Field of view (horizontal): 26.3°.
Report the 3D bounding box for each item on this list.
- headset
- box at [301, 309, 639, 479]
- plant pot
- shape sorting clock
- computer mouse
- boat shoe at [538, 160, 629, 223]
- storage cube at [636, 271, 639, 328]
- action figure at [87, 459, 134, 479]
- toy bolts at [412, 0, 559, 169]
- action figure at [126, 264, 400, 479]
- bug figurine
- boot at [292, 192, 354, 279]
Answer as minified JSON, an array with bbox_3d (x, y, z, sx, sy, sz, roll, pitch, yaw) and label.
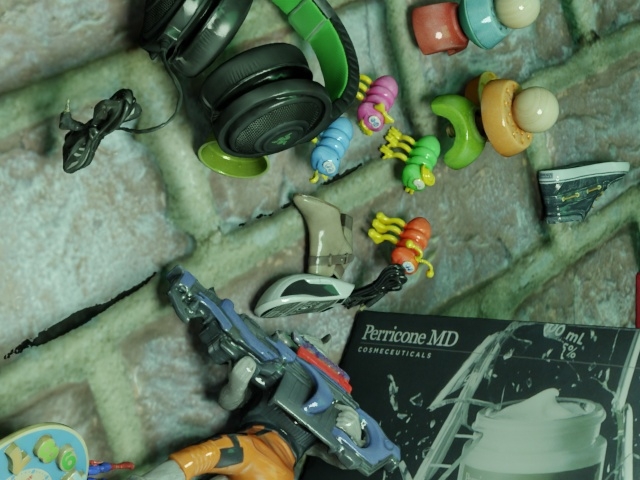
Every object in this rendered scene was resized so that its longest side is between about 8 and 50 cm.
[{"bbox_3d":[-0.117,-0.183,1.481,0.243,0.185,0.394,51,37,1],"label":"headset"},{"bbox_3d":[0.223,0.359,1.594,0.297,0.480,0.472,36,66,-38],"label":"box"},{"bbox_3d":[-0.091,-0.125,1.566,0.083,0.083,0.079,34,56,-40],"label":"plant pot"},{"bbox_3d":[-0.302,0.269,1.327,0.206,0.040,0.206,-43,152,-30],"label":"shape sorting clock"},{"bbox_3d":[0.003,0.059,1.654,0.193,0.106,0.042,-3,71,-37],"label":"computer mouse"},{"bbox_3d":[0.396,-0.074,2.056,0.183,0.065,0.083,-10,99,-37],"label":"boat shoe"},{"bbox_3d":[0.637,0.141,2.202,0.184,0.193,0.215,0,90,-45],"label":"storage cube"},{"bbox_3d":[-0.248,0.249,1.446,0.115,0.030,0.038,8,90,-42],"label":"action figure"},{"bbox_3d":[0.244,-0.230,1.808,0.218,0.158,0.228,-22,97,-58],"label":"toy bolts"},{"bbox_3d":[-0.099,0.203,1.541,0.341,0.178,0.330,46,49,-5],"label":"action figure"},{"bbox_3d":[0.078,-0.090,1.709,0.279,0.072,0.216,49,47,-35],"label":"bug figurine"},{"bbox_3d":[0.000,0.000,1.677,0.118,0.042,0.087,24,76,-42],"label":"boot"}]
